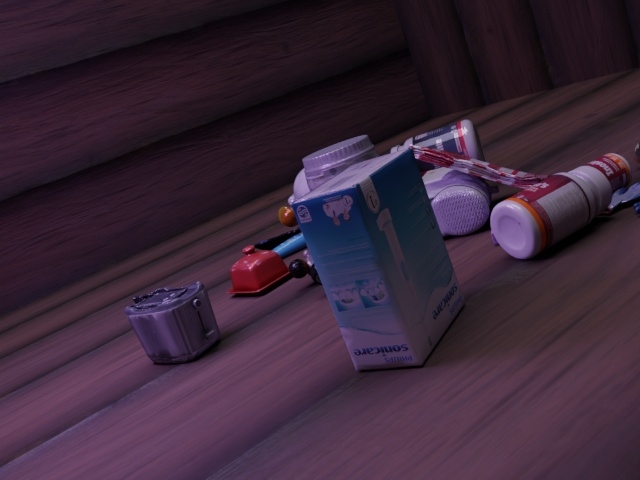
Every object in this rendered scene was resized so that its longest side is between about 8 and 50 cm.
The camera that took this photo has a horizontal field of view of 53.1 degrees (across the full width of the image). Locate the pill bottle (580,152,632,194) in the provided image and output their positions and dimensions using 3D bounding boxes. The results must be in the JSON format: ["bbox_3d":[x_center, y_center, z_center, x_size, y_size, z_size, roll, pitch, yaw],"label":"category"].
[{"bbox_3d":[0.586,-0.123,1.379,0.152,0.086,0.086,-26,13,-20],"label":"pill bottle"}]

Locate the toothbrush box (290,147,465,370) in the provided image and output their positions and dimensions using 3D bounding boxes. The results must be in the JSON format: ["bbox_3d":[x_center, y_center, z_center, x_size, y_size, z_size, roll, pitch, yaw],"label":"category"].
[{"bbox_3d":[0.104,0.027,1.037,0.126,0.295,0.216,-14,15,35],"label":"toothbrush box"}]

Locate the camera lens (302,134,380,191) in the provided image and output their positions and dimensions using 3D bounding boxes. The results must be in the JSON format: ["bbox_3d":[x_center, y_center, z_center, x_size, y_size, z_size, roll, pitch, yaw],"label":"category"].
[{"bbox_3d":[0.088,-0.137,1.825,0.220,0.274,0.219,-20,12,5],"label":"camera lens"}]

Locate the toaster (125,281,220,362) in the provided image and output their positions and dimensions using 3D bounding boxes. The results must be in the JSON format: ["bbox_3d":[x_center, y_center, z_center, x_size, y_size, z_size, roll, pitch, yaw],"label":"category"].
[{"bbox_3d":[-0.331,0.186,1.426,0.227,0.146,0.129,-11,15,36],"label":"toaster"}]

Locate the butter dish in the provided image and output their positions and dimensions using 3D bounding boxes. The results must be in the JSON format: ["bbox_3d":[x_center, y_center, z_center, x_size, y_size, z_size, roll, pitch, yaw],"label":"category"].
[{"bbox_3d":[-0.175,0.070,1.738,0.160,0.118,0.160,-32,15,-39],"label":"butter dish"}]

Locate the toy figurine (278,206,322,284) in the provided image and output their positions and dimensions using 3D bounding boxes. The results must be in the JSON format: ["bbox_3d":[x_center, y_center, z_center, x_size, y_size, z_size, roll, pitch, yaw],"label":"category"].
[{"bbox_3d":[0.000,0.000,1.524,0.148,0.212,0.210,-12,7,-30],"label":"toy figurine"}]

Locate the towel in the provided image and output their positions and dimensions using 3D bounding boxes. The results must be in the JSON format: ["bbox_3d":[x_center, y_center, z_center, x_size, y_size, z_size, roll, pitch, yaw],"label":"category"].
[{"bbox_3d":[0.402,-0.187,1.607,0.329,0.037,0.237,20,15,23],"label":"towel"}]

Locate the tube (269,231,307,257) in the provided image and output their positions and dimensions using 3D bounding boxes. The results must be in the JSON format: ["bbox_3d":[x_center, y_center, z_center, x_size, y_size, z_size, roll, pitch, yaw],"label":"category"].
[{"bbox_3d":[-0.112,0.028,1.997,0.207,0.052,0.080,-29,3,-15],"label":"tube"}]

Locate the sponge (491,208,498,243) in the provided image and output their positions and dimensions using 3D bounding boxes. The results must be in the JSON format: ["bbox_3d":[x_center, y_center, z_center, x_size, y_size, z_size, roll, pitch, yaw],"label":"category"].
[{"bbox_3d":[0.443,-0.049,1.426,0.117,0.031,0.210,-16,13,20],"label":"sponge"}]

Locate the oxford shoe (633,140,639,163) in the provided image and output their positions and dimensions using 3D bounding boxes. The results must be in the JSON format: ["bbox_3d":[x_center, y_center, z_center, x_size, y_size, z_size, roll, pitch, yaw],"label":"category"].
[{"bbox_3d":[0.821,-0.229,1.536,0.212,0.076,0.076,-28,-16,-21],"label":"oxford shoe"}]

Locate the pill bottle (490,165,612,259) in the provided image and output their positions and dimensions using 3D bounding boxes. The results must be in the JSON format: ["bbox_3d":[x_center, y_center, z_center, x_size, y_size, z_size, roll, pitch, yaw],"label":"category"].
[{"bbox_3d":[0.450,-0.059,1.244,0.221,0.121,0.121,-26,13,-22],"label":"pill bottle"}]

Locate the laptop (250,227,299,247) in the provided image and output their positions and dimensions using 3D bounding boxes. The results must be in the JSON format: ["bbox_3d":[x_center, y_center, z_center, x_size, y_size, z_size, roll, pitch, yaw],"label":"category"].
[{"bbox_3d":[-0.110,-0.077,2.105,0.265,0.136,0.234,-20,-4,2],"label":"laptop"}]

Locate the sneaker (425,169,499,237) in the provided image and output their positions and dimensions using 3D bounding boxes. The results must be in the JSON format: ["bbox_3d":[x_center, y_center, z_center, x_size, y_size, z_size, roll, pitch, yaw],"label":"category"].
[{"bbox_3d":[0.272,-0.082,1.630,0.366,0.137,0.210,-7,16,34],"label":"sneaker"}]

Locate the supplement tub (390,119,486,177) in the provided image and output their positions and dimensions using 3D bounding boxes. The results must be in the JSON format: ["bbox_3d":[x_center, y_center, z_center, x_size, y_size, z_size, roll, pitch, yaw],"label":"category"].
[{"bbox_3d":[0.385,-0.264,2.080,0.272,0.191,0.191,-17,13,21],"label":"supplement tub"}]

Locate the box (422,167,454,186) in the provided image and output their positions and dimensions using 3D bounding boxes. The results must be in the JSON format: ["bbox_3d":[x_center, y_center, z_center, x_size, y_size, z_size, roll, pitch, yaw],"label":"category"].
[{"bbox_3d":[0.369,-0.159,1.882,0.130,0.091,0.170,-15,14,27],"label":"box"}]

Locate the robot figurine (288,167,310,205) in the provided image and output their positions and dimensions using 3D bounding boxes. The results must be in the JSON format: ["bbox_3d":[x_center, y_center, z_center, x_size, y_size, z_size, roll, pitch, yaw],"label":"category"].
[{"bbox_3d":[0.019,-0.210,2.434,0.300,0.199,0.353,-26,9,23],"label":"robot figurine"}]

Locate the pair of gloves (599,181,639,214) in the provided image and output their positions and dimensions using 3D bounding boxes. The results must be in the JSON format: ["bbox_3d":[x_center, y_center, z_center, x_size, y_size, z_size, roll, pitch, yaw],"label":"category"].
[{"bbox_3d":[0.649,-0.086,1.264,0.159,0.023,0.198,-27,12,-18],"label":"pair of gloves"}]
